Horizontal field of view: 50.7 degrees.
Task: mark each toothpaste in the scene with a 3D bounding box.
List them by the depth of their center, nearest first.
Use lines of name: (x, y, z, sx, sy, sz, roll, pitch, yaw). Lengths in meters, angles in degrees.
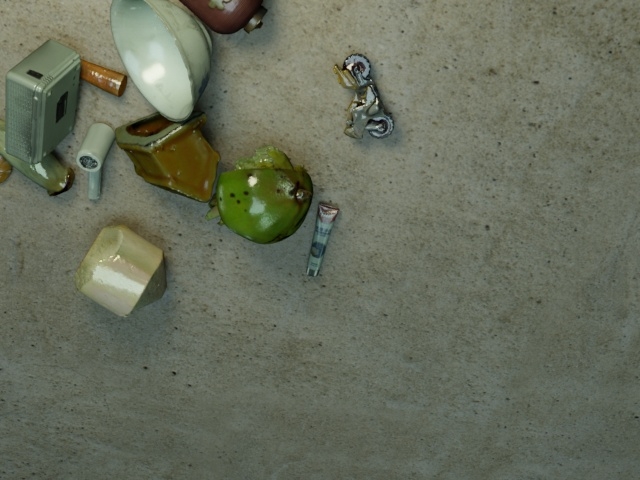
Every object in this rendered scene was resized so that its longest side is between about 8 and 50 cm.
toothpaste: (0.000, 0.000, 1.962, 0.062, 0.039, 0.239, 15, 120, 1)

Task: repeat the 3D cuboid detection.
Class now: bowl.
bowl: (-0.346, -0.452, 1.600, 0.313, 0.146, 0.314, 36, 145, 30)

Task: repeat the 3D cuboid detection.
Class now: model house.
model house: (-0.387, -0.212, 1.775, 0.268, 0.173, 0.239, 17, 143, 44)

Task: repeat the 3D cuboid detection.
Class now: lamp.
lamp: (-0.225, -0.575, 1.521, 0.258, 0.180, 0.180, 37, 117, -19)

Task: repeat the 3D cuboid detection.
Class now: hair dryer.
hair dryer: (-0.615, -0.190, 1.825, 0.073, 0.131, 0.236, 16, 135, -11)

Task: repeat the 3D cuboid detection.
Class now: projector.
projector: (-0.672, -0.333, 1.650, 0.099, 0.192, 0.257, 24, 135, -3)

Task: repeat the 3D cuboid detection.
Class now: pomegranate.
pomegranate: (-0.171, -0.108, 1.787, 0.340, 0.261, 0.260, -17, 124, 42)

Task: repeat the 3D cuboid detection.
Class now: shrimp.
shrimp: (-0.938, -0.182, 1.874, 0.115, 0.051, 0.217, 36, 114, -22)

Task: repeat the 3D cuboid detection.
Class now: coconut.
coconut: (-0.556, 0.094, 1.935, 0.244, 0.239, 0.239, 32, 118, -15)

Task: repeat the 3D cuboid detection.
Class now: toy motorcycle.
toy motorcycle: (0.095, -0.348, 1.703, 0.129, 0.094, 0.229, -19, 115, 16)

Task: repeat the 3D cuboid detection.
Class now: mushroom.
mushroom: (-0.808, -0.247, 1.808, 0.107, 0.087, 0.333, -37, 112, 23)

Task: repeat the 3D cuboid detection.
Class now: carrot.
carrot: (-0.595, -0.430, 1.702, 0.209, 0.061, 0.061, 23, 121, -8)
